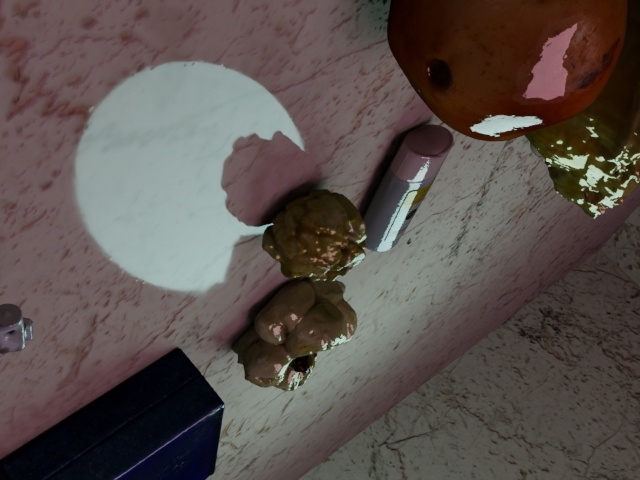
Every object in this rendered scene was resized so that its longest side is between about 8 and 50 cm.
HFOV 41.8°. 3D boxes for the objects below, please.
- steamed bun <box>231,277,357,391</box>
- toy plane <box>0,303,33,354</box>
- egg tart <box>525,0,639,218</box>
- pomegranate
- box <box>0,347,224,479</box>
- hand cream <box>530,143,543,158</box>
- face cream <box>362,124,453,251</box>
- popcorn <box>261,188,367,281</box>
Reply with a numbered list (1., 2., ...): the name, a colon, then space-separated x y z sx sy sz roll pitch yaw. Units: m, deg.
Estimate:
1. steamed bun: -0.032 0.141 1.207 0.177 0.106 0.192 -48 159 13
2. toy plane: -0.296 0.083 0.606 0.174 0.080 0.174 -18 151 -11
3. egg tart: 0.305 -0.220 0.894 0.351 0.153 0.339 70 35 -77
4. pomegranate: 0.157 -0.188 0.731 0.209 0.209 0.209 -37 160 -15
5. box: -0.265 0.303 1.104 0.261 0.116 0.279 -32 157 -26
6. hand cream: 0.364 -0.193 1.360 0.067 0.043 0.209 -41 156 -3
7. face cream: 0.109 -0.065 1.106 0.084 0.057 0.198 -29 158 -35
8. popcorn: 0.000 0.000 0.964 0.116 0.106 0.121 -52 161 -2
